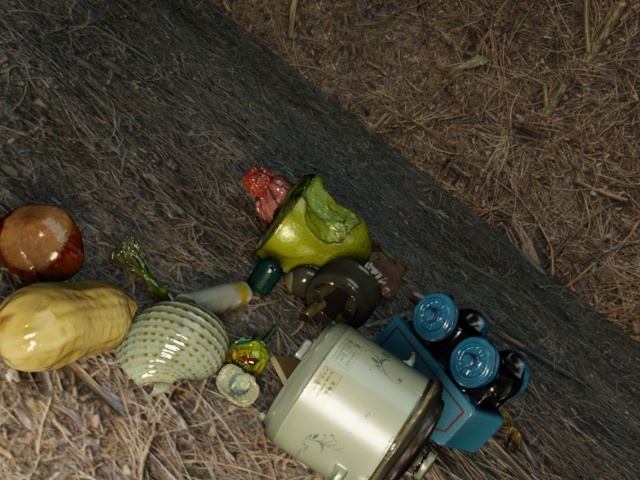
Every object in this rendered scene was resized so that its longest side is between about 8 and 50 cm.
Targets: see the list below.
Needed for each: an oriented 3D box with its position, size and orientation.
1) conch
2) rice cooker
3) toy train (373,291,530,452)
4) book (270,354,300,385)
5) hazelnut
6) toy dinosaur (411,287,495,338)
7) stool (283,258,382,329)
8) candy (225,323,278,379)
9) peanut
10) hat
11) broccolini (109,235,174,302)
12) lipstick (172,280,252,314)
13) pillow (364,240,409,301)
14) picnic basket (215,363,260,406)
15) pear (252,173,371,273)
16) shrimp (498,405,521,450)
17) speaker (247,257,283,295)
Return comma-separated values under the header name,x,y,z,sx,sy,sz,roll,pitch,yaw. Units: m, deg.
name,x,y,z,sx,sy,sz,roll,pitch,yaw
conch,-0.243,0.171,1.558,0.172,0.131,0.200,36,20,0
rice cooker,0.068,0.301,1.569,0.316,0.264,0.317,8,54,-11
toy train,0.266,0.279,1.907,0.188,0.265,0.300,26,19,-48
book,0.002,0.292,1.825,0.198,0.016,0.138,17,28,-40
hazelnut,-0.479,0.007,1.564,0.154,0.143,0.143,18,22,1
toy dinosaur,0.370,0.205,2.513,0.242,0.053,0.167,42,23,17
stool,0.021,0.135,2.049,0.139,0.228,0.153,-45,124,-49
candy,-0.119,0.203,1.784,0.077,0.073,0.262,26,14,6
peanut,-0.398,0.125,1.416,0.147,0.147,0.319,39,13,9
hat,-0.093,-0.089,2.366,0.286,0.107,0.237,40,28,-24
broccolini,-0.319,0.085,1.763,0.067,0.058,0.216,-39,79,-27
lipstick,-0.208,0.118,1.778,0.059,0.059,0.264,40,14,13
pillow,0.123,0.054,2.418,0.236,0.084,0.223,35,22,-2
picnic basket,-0.147,0.255,1.621,0.083,0.065,0.083,39,5,11
pear,0.000,0.000,2.193,0.255,0.164,0.238,40,45,-10
shrimp,0.385,0.422,2.079,0.169,0.058,0.296,44,19,14
speaker,-0.118,0.078,2.023,0.060,0.075,0.094,38,12,7
